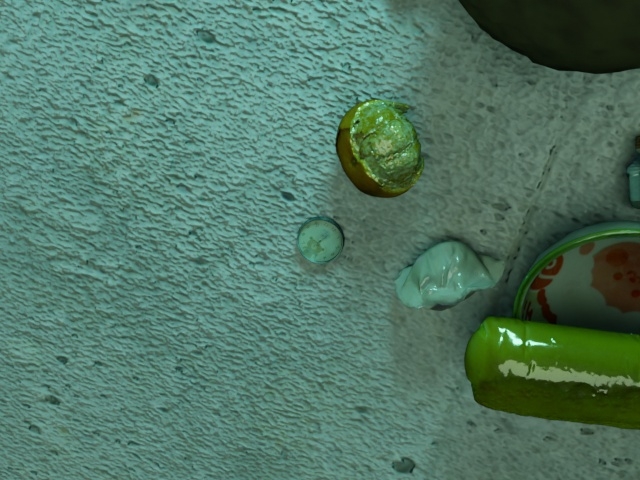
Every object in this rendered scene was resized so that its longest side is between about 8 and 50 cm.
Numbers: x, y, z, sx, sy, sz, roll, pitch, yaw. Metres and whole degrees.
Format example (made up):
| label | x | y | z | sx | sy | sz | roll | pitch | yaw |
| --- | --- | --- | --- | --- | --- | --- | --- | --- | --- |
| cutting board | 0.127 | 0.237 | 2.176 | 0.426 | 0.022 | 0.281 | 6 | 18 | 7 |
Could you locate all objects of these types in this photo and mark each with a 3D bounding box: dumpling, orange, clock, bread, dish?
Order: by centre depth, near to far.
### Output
| label | x | y | z | sx | sy | sz | roll | pitch | yaw |
| --- | --- | --- | --- | --- | --- | --- | --- | --- | --- |
| bread | 0.413 | 0.217 | 1.085 | 0.383 | 0.112 | 0.166 | 7 | 123 | 8 |
| orange | 0.098 | -0.146 | 1.111 | 0.156 | 0.134 | 0.157 | 34 | 144 | 30 |
| dish | 0.473 | 0.091 | 1.134 | 0.324 | 0.124 | 0.324 | 6 | 123 | 9 |
| dumpling | 0.208 | 0.063 | 1.164 | 0.188 | 0.127 | 0.108 | -8 | 112 | 16 |
| clock | 0.000 | 0.000 | 1.231 | 0.085 | 0.017 | 0.085 | 2 | 107 | 7 |

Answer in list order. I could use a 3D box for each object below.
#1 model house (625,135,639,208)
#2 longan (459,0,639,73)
| label | x | y | z | sx | sy | sz | roll | pitch | yaw |
| --- | --- | --- | --- | --- | --- | --- | --- | --- | --- |
| model house | 0.547 | -0.129 | 1.083 | 0.148 | 0.119 | 0.149 | -5 | 82 | 32 |
| longan | 0.357 | -0.406 | 0.846 | 0.404 | 0.436 | 0.404 | 1 | 87 | -32 |
